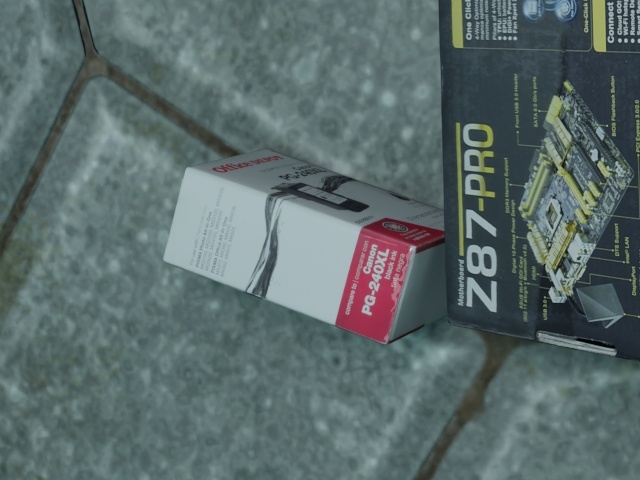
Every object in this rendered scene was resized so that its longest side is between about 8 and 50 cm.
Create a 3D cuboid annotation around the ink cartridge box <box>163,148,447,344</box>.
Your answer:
[{"bbox_3d":[0.000,0.000,1.004,0.150,0.109,0.063,20,106,20],"label":"ink cartridge box"}]

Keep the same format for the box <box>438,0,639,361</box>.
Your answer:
[{"bbox_3d":[0.196,-0.132,0.838,0.318,0.097,0.394,7,103,45],"label":"box"}]
